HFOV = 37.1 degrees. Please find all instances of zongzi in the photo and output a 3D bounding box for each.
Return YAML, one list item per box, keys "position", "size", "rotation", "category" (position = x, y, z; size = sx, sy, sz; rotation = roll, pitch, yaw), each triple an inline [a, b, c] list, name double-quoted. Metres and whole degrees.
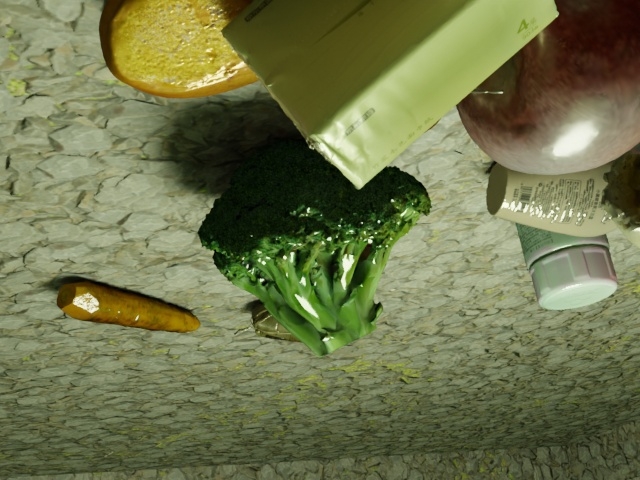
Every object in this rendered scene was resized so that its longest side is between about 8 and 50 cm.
- position: [-0.050, 0.110, 1.715]
  size: [0.189, 0.081, 0.178]
  rotation: [8, 133, -7]
  category: "zongzi"

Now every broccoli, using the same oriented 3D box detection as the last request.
- position: [0.000, 0.000, 1.214]
  size: [0.308, 0.275, 0.308]
  rotation: [-24, 180, 0]
  category: "broccoli"

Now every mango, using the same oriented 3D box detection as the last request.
- position: [-0.099, -0.204, 0.897]
  size: [0.217, 0.102, 0.141]
  rotation: [-9, 132, -13]
  category: "mango"

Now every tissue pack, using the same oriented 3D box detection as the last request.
- position: [0.057, -0.184, 0.815]
  size: [0.234, 0.159, 0.125]
  rotation: [-40, 149, 5]
  category: "tissue pack"

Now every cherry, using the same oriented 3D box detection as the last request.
- position: [0.269, -0.169, 0.979]
  size: [0.239, 0.206, 0.239]
  rotation: [-7, 144, -5]
  category: "cherry"

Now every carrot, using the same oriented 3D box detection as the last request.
- position: [-0.312, 0.124, 1.622]
  size: [0.066, 0.066, 0.314]
  rotation: [-23, 155, 28]
  category: "carrot"

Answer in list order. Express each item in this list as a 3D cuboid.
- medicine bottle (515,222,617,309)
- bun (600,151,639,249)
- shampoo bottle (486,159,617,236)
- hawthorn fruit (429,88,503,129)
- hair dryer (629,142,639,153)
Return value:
- position: [0.384, 0.011, 1.493]
  size: [0.135, 0.168, 0.135]
  rotation: [-8, 156, -4]
  category: "medicine bottle"
- position: [0.517, -0.109, 1.232]
  size: [0.282, 0.204, 0.281]
  rotation: [2, 148, 1]
  category: "bun"
- position: [0.372, -0.067, 1.391]
  size: [0.257, 0.127, 0.078]
  rotation: [5, -162, -15]
  category: "shampoo bottle"
- position: [0.064, -0.162, 0.957]
  size: [0.149, 0.189, 0.149]
  rotation: [-13, 123, -21]
  category: "hawthorn fruit"
- position: [0.395, -0.226, 1.077]
  size: [0.071, 0.114, 0.248]
  rotation: [-3, 137, -31]
  category: "hair dryer"
